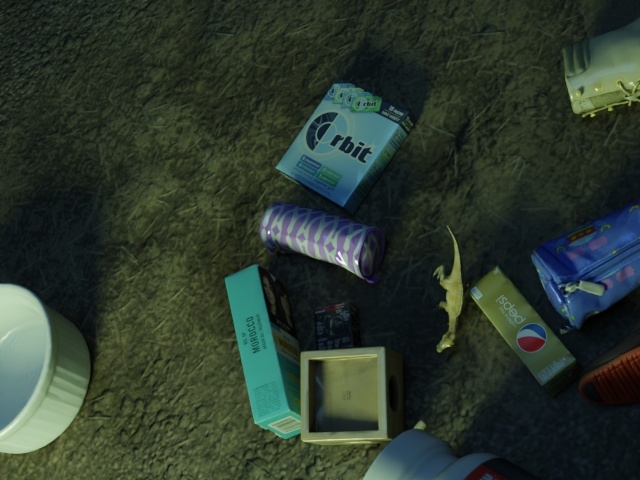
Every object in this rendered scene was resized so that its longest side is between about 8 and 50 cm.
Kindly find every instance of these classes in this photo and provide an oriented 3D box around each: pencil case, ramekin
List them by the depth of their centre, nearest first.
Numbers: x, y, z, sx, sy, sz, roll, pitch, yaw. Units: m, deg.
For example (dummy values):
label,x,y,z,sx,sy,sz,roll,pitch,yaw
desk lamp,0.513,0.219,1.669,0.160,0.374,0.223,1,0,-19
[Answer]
label,x,y,z,sx,sy,sz,roll,pitch,yaw
pencil case,0.422,0.002,1.402,0.306,0.133,0.119,-30,91,12
pencil case,0.000,0.000,1.664,0.206,0.086,0.088,16,110,35
ramekin,-0.520,0.223,1.809,0.277,0.135,0.277,-12,62,23

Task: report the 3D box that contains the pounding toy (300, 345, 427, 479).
label,x,y,z,sx,sy,sz,roll,pitch,yaw
pounding toy,0.073,0.257,1.507,0.181,0.094,0.206,-6,75,21

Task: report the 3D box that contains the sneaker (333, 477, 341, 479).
label,x,y,z,sx,sy,sz,roll,pitch,yaw
sneaker,0.037,0.385,1.458,0.070,0.051,0.134,18,121,26

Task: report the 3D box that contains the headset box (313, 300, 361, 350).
label,x,y,z,sx,sy,sz,roll,pitch,yaw
headset box,0.025,0.132,1.620,0.062,0.032,0.083,-16,61,21

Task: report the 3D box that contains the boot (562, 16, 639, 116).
label,x,y,z,sx,sy,sz,roll,pitch,yaw
boot,0.454,-0.206,1.504,0.203,0.095,0.262,-20,58,19

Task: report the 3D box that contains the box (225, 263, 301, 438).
label,x,y,z,sx,sy,sz,roll,pitch,yaw
box,-0.074,0.165,1.617,0.060,0.100,0.244,-24,59,16

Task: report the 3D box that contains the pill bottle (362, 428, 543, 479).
label,x,y,z,sx,sy,sz,roll,pitch,yaw
pill bottle,0.225,0.383,1.290,0.363,0.210,0.210,25,81,34

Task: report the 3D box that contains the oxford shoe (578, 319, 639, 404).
label,x,y,z,sx,sy,sz,roll,pitch,yaw
oxford shoe,0.446,0.119,1.377,0.271,0.097,0.098,-28,38,9

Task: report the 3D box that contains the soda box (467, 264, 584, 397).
label,x,y,z,sx,sy,sz,roll,pitch,yaw
soda box,0.279,0.123,1.469,0.058,0.061,0.181,-39,55,7

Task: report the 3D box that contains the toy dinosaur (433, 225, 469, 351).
label,x,y,z,sx,sy,sz,roll,pitch,yaw
toy dinosaur,0.190,0.063,1.518,0.053,0.092,0.183,2,101,-3

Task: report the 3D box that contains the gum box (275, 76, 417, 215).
label,x,y,z,sx,sy,sz,roll,pitch,yaw
gum box,0.040,-0.153,1.736,0.157,0.041,0.184,31,86,35
